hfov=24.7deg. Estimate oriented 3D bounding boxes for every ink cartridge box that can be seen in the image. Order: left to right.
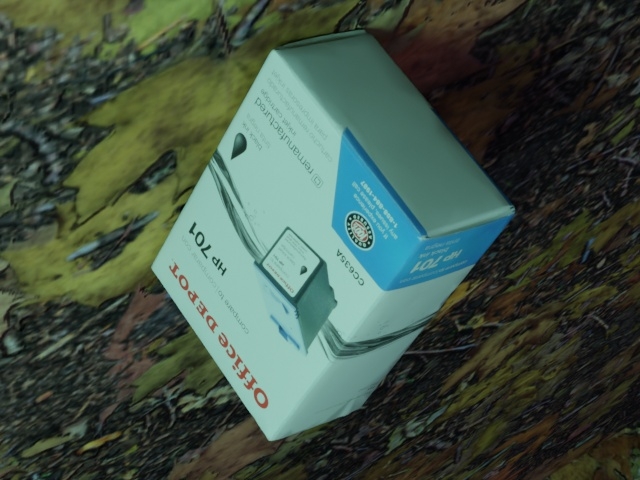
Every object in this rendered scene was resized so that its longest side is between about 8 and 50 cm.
[{"bbox_3d":[0.000,0.000,0.823,0.082,0.140,0.191,-16,151,-43],"label":"ink cartridge box"}]
